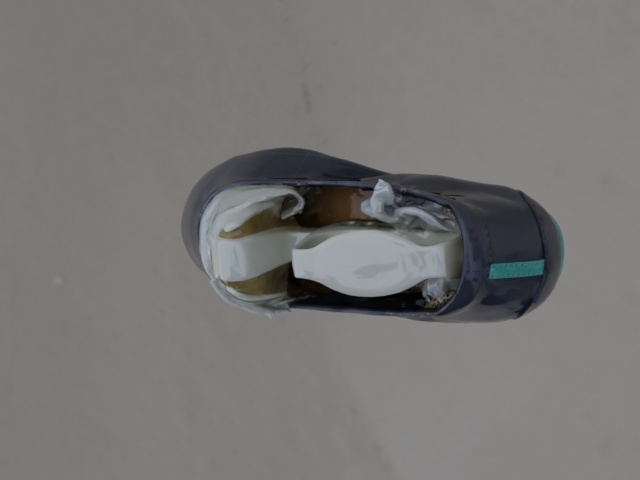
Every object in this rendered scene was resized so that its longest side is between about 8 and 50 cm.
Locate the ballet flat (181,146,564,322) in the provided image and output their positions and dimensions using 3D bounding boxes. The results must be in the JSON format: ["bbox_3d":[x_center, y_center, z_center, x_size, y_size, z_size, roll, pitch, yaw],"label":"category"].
[{"bbox_3d":[0.000,0.000,0.663,0.203,0.074,0.074,6,126,40],"label":"ballet flat"}]
